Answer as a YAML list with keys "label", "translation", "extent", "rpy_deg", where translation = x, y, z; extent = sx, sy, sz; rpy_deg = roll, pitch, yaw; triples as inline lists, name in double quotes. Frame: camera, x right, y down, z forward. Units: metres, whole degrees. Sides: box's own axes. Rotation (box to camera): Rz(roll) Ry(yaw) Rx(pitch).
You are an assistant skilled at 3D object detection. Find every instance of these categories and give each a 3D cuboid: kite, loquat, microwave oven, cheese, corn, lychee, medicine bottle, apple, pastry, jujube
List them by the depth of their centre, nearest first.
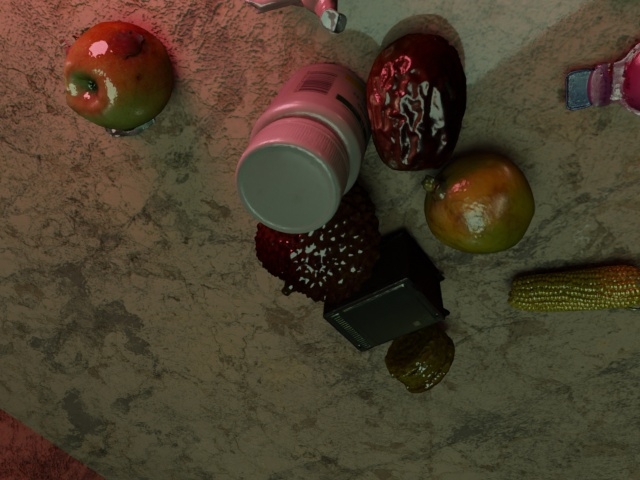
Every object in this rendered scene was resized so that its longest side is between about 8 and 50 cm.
- label: "cheese"
  translation: [0.564, -0.283, 0.912]
  extent: [0.244, 0.062, 0.155]
  rpy_deg: [-6, 123, 19]
- label: "jujube"
  translation: [0.177, -0.251, 0.958]
  extent: [0.184, 0.183, 0.243]
  rpy_deg: [3, 105, 12]
- label: "medicine bottle"
  translation: [-0.019, -0.176, 0.963]
  extent: [0.208, 0.339, 0.208]
  rpy_deg: [7, 127, 9]
- label: "loquat"
  translation: [0.300, -0.075, 1.037]
  extent: [0.246, 0.213, 0.213]
  rpy_deg: [18, 131, -27]
- label: "apple"
  translation: [-0.397, -0.326, 1.044]
  extent: [0.174, 0.188, 0.207]
  rpy_deg: [0, 126, 13]
- label: "lychee"
  translation: [0.000, 0.000, 1.135]
  extent: [0.276, 0.275, 0.304]
  rpy_deg: [28, 108, -7]
- label: "kite"
  translation: [-0.482, -0.342, 1.164]
  extent: [0.141, 0.015, 0.245]
  rpy_deg: [-13, 125, 21]
- label: "corn"
  translation: [0.577, 0.113, 1.176]
  extent: [0.293, 0.106, 0.106]
  rpy_deg: [-6, 123, 24]
- label: "microwave oven"
  translation: [0.151, 0.121, 1.237]
  extent: [0.247, 0.188, 0.178]
  rpy_deg: [-28, 120, 25]
- label: "pastry"
  translation: [0.255, 0.296, 1.331]
  extent: [0.103, 0.188, 0.189]
  rpy_deg: [41, 124, -13]

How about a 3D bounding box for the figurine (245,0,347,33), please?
- label: "figurine"
  translation: [-0.017, -0.447, 0.862]
  extent: [0.287, 0.186, 0.176]
  rpy_deg: [37, 123, 31]
